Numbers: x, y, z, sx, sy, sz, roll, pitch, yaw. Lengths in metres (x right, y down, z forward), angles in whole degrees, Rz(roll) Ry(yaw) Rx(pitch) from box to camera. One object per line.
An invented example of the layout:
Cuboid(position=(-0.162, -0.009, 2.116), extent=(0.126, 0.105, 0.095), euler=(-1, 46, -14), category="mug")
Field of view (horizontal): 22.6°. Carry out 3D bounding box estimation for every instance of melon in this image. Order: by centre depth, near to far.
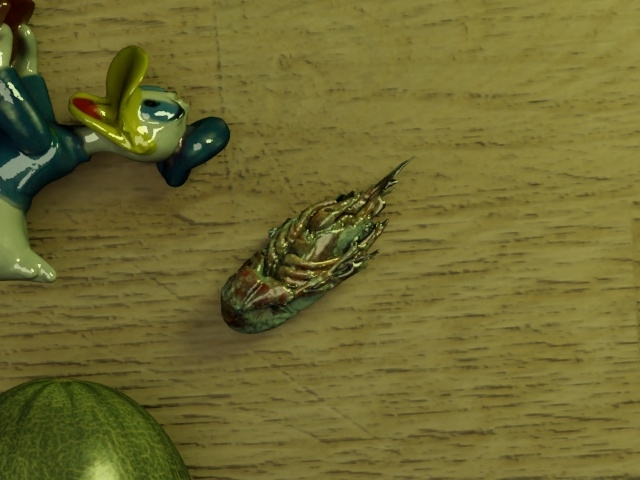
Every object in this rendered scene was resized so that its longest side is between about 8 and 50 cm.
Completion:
Cuboid(position=(-0.221, 0.272, 1.429), extent=(0.238, 0.237, 0.301), euler=(-6, 88, 8), category="melon")

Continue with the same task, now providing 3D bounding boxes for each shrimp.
Cuboid(position=(0.000, 0.000, 1.474), extent=(0.233, 0.079, 0.090), euler=(-43, 49, 4), category="shrimp")

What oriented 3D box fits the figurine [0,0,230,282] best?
Cuboid(position=(-0.254, -0.100, 1.483), extent=(0.338, 0.204, 0.283), euler=(-5, 84, -4), category="figurine")
